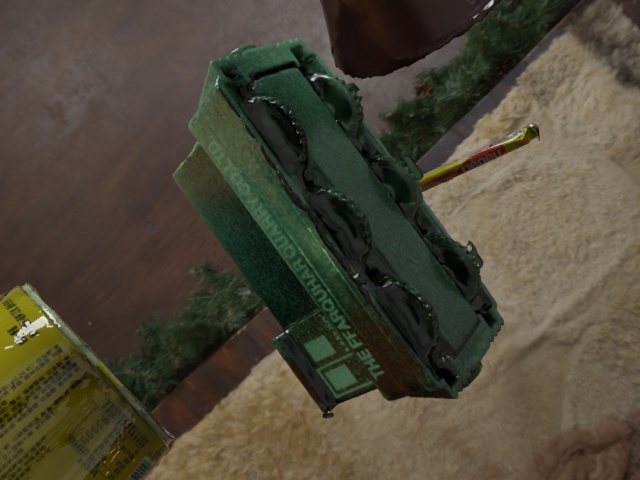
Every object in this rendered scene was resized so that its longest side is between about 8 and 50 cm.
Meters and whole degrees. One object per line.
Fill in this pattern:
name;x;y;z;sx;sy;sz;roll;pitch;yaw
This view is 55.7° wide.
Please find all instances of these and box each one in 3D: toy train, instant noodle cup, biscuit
toy train;0.000;0.000;0.515;0.330;0.138;0.178;54;133;0
instant noodle cup;-0.330;0.216;0.634;0.254;0.325;0.325;-43;93;-22
biscuit;0.212;-0.116;0.986;0.292;0.048;0.026;-25;61;21

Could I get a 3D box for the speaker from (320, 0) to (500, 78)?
speaker;-0.037;-0.261;0.431;0.329;0.198;0.259;35;109;-31
